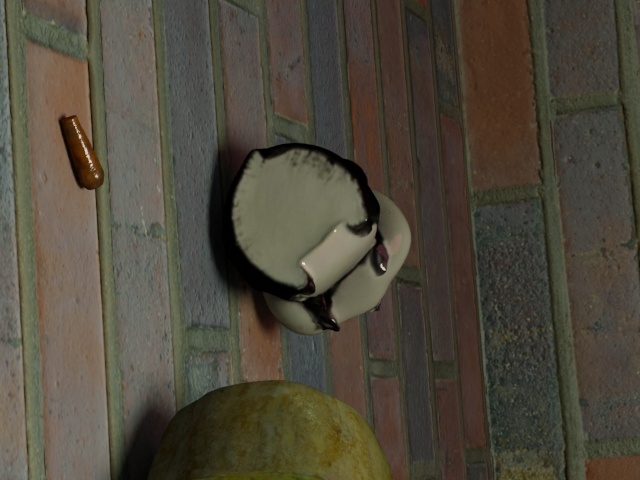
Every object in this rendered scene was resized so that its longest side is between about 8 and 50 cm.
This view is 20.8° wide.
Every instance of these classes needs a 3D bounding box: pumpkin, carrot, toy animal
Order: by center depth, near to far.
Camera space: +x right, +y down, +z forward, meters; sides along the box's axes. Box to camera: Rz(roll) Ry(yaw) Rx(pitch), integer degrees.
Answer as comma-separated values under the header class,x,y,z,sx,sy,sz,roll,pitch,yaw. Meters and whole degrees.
class,x,y,z,sx,sy,sz,roll,pitch,yaw
carrot,-0.281,-0.103,2.061,0.032,0.032,0.093,-59,135,-59
pumpkin,-0.054,0.321,2.120,0.199,0.332,0.332,-77,152,-48
toy animal,0.000,0.000,2.513,0.310,0.251,0.251,57,32,-68
